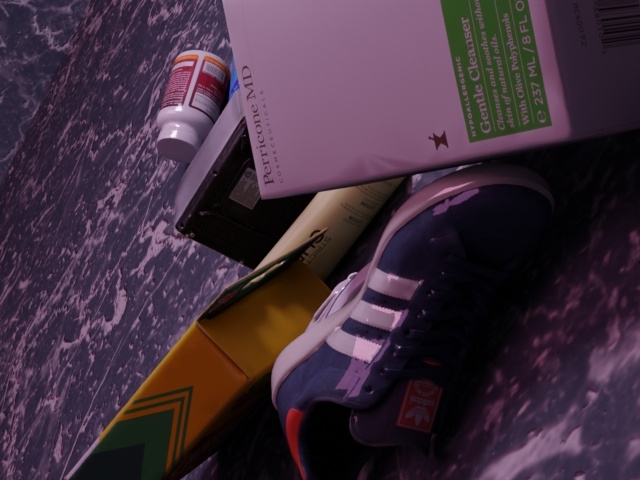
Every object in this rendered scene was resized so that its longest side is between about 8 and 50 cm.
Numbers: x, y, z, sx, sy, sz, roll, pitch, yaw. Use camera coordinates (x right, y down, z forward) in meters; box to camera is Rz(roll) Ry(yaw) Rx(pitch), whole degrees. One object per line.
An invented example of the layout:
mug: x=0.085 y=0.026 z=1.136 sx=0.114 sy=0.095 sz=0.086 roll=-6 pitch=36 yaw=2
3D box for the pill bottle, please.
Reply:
pill bottle: x=-0.186 y=-0.191 z=2.314 sx=0.086 sy=0.086 sz=0.152 roll=-33 pitch=36 yaw=53

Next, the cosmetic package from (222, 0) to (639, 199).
cosmetic package: x=0.099 y=-0.155 z=1.325 sx=0.365 sy=0.155 sz=0.197 roll=-11 pitch=91 yaw=48

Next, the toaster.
toaster: x=-0.050 y=-0.063 z=1.735 sx=0.185 sy=0.168 sz=0.110 roll=-57 pitch=21 yaw=18

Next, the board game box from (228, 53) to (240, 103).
board game box: x=-0.062 y=-0.268 z=2.167 sx=0.160 sy=0.047 sz=0.210 roll=-49 pitch=25 yaw=33

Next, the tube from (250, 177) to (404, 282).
tube: x=0.000 y=0.000 z=1.680 sx=0.240 sy=0.070 sz=0.062 roll=-51 pitch=-2 yaw=19

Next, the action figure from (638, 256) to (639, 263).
action figure: x=0.298 y=-0.103 z=1.085 sx=0.285 sy=0.099 sz=0.185 roll=-66 pitch=14 yaw=-16

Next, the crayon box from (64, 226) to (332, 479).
crayon box: x=-0.102 y=0.139 z=1.615 sx=0.318 sy=0.081 sz=0.202 roll=-50 pitch=-10 yaw=34

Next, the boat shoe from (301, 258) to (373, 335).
boat shoe: x=0.036 y=0.070 z=1.486 sx=0.258 sy=0.095 sz=0.084 roll=-49 pitch=29 yaw=32

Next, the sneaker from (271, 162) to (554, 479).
sneaker: x=0.084 y=0.088 z=1.337 sx=0.350 sy=0.131 sz=0.148 roll=-53 pitch=33 yaw=36
